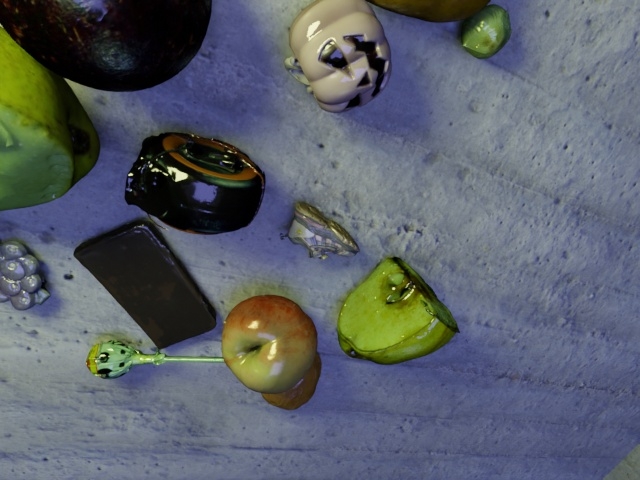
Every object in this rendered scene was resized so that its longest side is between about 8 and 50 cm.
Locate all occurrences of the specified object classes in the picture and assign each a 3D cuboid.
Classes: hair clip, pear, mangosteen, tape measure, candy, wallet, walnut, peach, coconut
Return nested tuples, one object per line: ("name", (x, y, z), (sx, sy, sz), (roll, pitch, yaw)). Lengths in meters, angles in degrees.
("hair clip", (-0.602, 0.049, 0.794), (0.124, 0.052, 0.195), (-46, 113, 2))
("pear", (0.168, 0.206, 0.981), (0.255, 0.238, 0.164), (-44, 127, 10))
("mangosteen", (-0.286, -0.331, 0.531), (0.289, 0.288, 0.287), (-7, 121, -12))
("tape measure", (-0.206, -0.104, 0.716), (0.223, 0.202, 0.134), (13, 118, -17))
("candy", (-0.359, 0.264, 0.934), (0.306, 0.083, 0.091), (1, 148, -4))
("wallet", (-0.354, 0.103, 0.890), (0.166, 0.042, 0.309), (-24, 123, 1))
("walnut", (-0.076, 0.379, 1.104), (0.167, 0.087, 0.211), (11, 116, -17))
("pear", (-0.472, -0.178, 0.573), (0.318, 0.238, 0.343), (15, 146, -40))
("peach", (-0.107, 0.227, 0.945), (0.233, 0.232, 0.232), (-7, 121, -12))
("coconut", (0.299, -0.378, 0.765), (0.096, 0.088, 0.087), (-36, 123, -3))

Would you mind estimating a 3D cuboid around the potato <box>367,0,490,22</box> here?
("potato", (0.135, -0.457, 0.637), (0.370, 0.195, 0.176), (10, 153, -30))

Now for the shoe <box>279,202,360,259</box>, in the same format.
("shoe", (0.000, 0.000, 0.900), (0.180, 0.089, 0.092), (32, 106, -26))

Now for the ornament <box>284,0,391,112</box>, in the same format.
("ornament", (0.024, -0.298, 0.682), (0.178, 0.177, 0.177), (-7, 121, -12))
